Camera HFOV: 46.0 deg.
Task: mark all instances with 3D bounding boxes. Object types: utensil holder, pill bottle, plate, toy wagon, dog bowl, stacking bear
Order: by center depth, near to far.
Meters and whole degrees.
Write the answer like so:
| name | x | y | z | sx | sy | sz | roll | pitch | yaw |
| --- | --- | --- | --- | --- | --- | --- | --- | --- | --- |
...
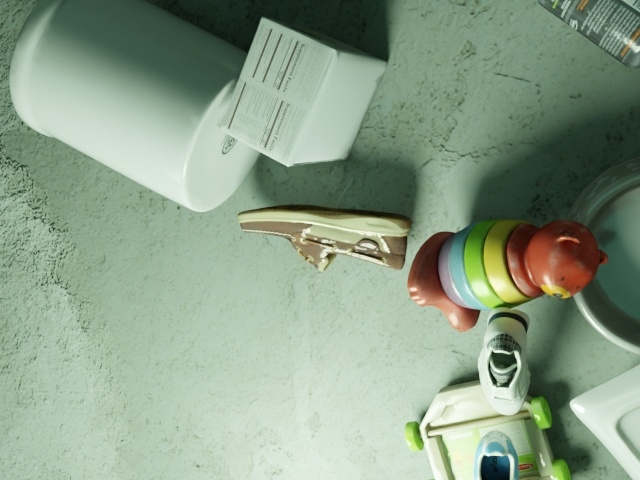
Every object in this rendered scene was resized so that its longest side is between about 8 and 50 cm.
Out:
| name | x | y | z | sx | sy | sz | roll | pitch | yaw |
| --- | --- | --- | --- | --- | --- | --- | --- | --- | --- |
| pill bottle | 0.472 | -0.356 | 1.168 | 0.246 | 0.130 | 0.130 | 41 | 111 | 12 |
| plate | 0.588 | 0.291 | 1.198 | 0.278 | 0.045 | 0.277 | -35 | 112 | 22 |
| dog bowl | 0.558 | 0.032 | 1.208 | 0.349 | 0.102 | 0.349 | 3 | 99 | 22 |
| stacking bear | 0.313 | 0.040 | 1.227 | 0.289 | 0.175 | 0.164 | -13 | 51 | 49 |
| toy wagon | 0.318 | 0.430 | 1.390 | 0.267 | 0.068 | 0.344 | -18 | 92 | 25 |
| utensil holder | -0.318 | -0.270 | 1.420 | 0.385 | 0.327 | 0.327 | 29 | 108 | 14 |

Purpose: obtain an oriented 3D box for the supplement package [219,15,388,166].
| name | x | y | z | sx | sy | sz | roll | pitch | yaw |
| --- | --- | --- | --- | --- | --- | --- | --- | --- | --- |
| supplement package | -0.021 | -0.256 | 1.321 | 0.145 | 0.262 | 0.204 | 29 | 108 | 17 |

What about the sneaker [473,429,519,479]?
| name | x | y | z | sx | sy | sz | roll | pitch | yaw |
| --- | --- | --- | --- | --- | --- | --- | --- | --- | --- |
| sneaker | 0.306 | 0.453 | 1.315 | 0.085 | 0.086 | 0.237 | -2 | 99 | 22 |

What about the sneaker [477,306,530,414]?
| name | x | y | z | sx | sy | sz | roll | pitch | yaw |
| --- | --- | --- | --- | --- | --- | --- | --- | --- | --- |
| sneaker | 0.300 | 0.220 | 1.244 | 0.090 | 0.095 | 0.235 | 0 | 130 | 17 |

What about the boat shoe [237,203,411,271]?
| name | x | y | z | sx | sy | sz | roll | pitch | yaw |
| --- | --- | --- | --- | --- | --- | --- | --- | --- | --- |
| boat shoe | 0.000 | 0.000 | 1.434 | 0.342 | 0.123 | 0.123 | 5 | 99 | 16 |
